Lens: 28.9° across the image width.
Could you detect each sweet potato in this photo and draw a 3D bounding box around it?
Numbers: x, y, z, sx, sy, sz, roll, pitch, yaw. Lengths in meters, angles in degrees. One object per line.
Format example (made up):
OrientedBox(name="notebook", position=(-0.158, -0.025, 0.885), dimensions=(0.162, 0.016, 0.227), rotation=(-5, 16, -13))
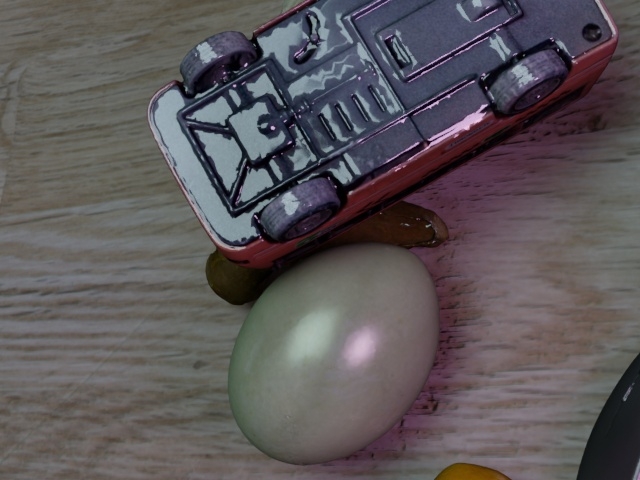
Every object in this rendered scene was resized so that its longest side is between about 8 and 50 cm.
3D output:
OrientedBox(name="sweet potato", position=(0.002, -0.002, 1.373), dimensions=(0.285, 0.085, 0.112), rotation=(-11, 99, 18))

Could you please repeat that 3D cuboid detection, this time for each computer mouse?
OrientedBox(name="computer mouse", position=(0.280, 0.174, 1.095), dimensions=(0.232, 0.057, 0.120), rotation=(-64, 8, -4))

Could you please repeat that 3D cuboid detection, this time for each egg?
OrientedBox(name="egg", position=(0.015, 0.111, 1.239), dimensions=(0.253, 0.186, 0.186), rotation=(-51, 52, 8))

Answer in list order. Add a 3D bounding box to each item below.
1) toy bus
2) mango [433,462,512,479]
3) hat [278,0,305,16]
OrientedBox(name="toy bus", position=(0.059, -0.144, 1.224), dimensions=(0.427, 0.233, 0.203), rotation=(-29, 77, -1))
OrientedBox(name="mango", position=(0.149, 0.322, 1.095), dimensions=(0.187, 0.138, 0.257), rotation=(-33, 61, 7))
OrientedBox(name="hat", position=(0.054, -0.207, 1.422), dimensions=(0.226, 0.164, 0.220), rotation=(15, 81, -3))
